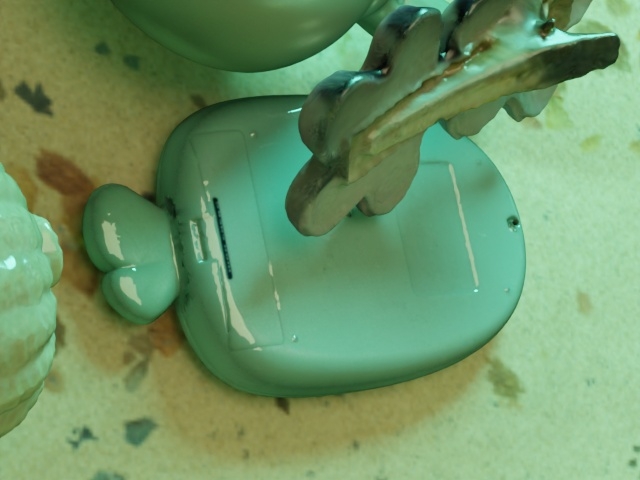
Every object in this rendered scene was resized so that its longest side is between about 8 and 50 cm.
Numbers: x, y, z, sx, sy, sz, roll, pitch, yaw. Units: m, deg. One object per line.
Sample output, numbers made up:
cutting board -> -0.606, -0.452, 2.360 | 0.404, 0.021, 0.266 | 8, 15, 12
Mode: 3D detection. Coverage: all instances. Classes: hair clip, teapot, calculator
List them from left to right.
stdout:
teapot -> -0.018, -0.161, 1.077 | 0.318, 0.149, 0.220 | 50, 63, -14
calculator -> 0.000, 0.000, 1.093 | 0.295, 0.042, 0.184 | -4, 76, -32
hair clip -> 0.080, -0.092, 1.065 | 0.257, 0.146, 0.075 | -29, 59, -24

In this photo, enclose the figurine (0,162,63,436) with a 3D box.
figurine -> -0.285, 0.052, 0.865 | 0.332, 0.204, 0.185 | -23, 87, -5
